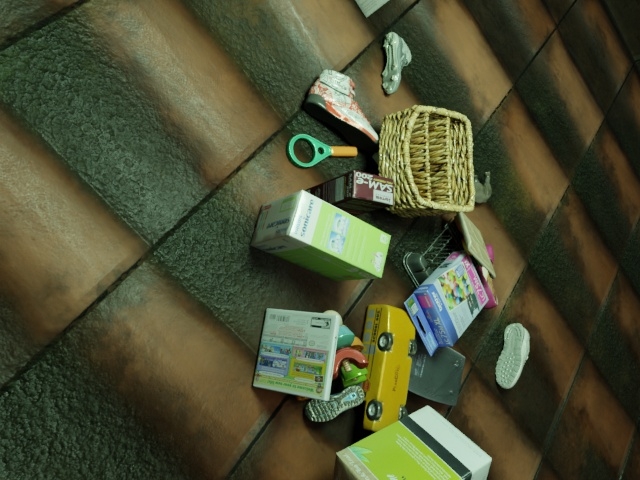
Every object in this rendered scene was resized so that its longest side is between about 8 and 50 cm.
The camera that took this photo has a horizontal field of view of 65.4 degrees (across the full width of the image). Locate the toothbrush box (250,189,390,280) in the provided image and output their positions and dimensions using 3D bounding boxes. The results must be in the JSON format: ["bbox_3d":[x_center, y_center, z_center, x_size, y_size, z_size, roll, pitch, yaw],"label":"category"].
[{"bbox_3d":[0.000,0.000,1.261,0.283,0.206,0.122,23,71,-28],"label":"toothbrush box"}]

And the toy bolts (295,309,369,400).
[{"bbox_3d":[0.015,0.281,1.257,0.218,0.229,0.159,-15,62,-12],"label":"toy bolts"}]

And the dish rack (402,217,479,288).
[{"bbox_3d":[0.403,0.066,1.605,0.271,0.074,0.208,-42,108,-32],"label":"dish rack"}]

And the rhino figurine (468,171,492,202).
[{"bbox_3d":[0.493,-0.175,1.696,0.243,0.073,0.107,-6,84,-33],"label":"rhino figurine"}]

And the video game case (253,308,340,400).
[{"bbox_3d":[-0.059,0.266,1.188,0.023,0.212,0.194,28,66,-54],"label":"video game case"}]

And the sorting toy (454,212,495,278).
[{"bbox_3d":[0.481,0.002,1.578,0.208,0.038,0.193,43,31,-38],"label":"sorting toy"}]

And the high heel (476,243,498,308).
[{"bbox_3d":[0.572,0.117,1.679,0.082,0.117,0.244,38,65,-24],"label":"high heel"}]

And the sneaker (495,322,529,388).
[{"bbox_3d":[0.682,0.411,1.736,0.094,0.090,0.235,40,65,-33],"label":"sneaker"}]

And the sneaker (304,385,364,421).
[{"bbox_3d":[0.035,0.435,1.308,0.162,0.073,0.064,-13,66,-15],"label":"sneaker"}]

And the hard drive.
[{"bbox_3d":[0.329,0.392,1.517,0.254,0.054,0.172,27,70,-28],"label":"hard drive"}]

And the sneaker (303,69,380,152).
[{"bbox_3d":[0.091,-0.377,1.436,0.270,0.090,0.145,30,69,-20],"label":"sneaker"}]

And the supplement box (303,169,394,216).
[{"bbox_3d":[0.065,-0.111,1.299,0.130,0.239,0.073,8,79,-33],"label":"supplement box"}]

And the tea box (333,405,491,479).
[{"bbox_3d":[0.208,0.649,1.230,0.323,0.220,0.329,-13,119,-33],"label":"tea box"}]

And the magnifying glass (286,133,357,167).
[{"bbox_3d":[0.007,-0.253,1.410,0.230,0.026,0.092,-6,87,-35],"label":"magnifying glass"}]

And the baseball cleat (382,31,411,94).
[{"bbox_3d":[0.249,-0.558,1.588,0.109,0.072,0.206,7,83,-40],"label":"baseball cleat"}]

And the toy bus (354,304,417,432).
[{"bbox_3d":[0.174,0.350,1.373,0.108,0.130,0.333,21,72,-31],"label":"toy bus"}]

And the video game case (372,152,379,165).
[{"bbox_3d":[0.273,-0.246,1.589,0.201,0.023,0.183,50,60,-17],"label":"video game case"}]

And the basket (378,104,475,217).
[{"bbox_3d":[0.302,-0.229,1.422,0.213,0.222,0.300,16,73,-57],"label":"basket"}]

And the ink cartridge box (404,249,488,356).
[{"bbox_3d":[0.379,0.178,1.470,0.311,0.065,0.186,-34,102,-39],"label":"ink cartridge box"}]

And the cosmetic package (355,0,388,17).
[{"bbox_3d":[0.129,-0.893,1.480,0.155,0.196,0.366,-47,110,-29],"label":"cosmetic package"}]
